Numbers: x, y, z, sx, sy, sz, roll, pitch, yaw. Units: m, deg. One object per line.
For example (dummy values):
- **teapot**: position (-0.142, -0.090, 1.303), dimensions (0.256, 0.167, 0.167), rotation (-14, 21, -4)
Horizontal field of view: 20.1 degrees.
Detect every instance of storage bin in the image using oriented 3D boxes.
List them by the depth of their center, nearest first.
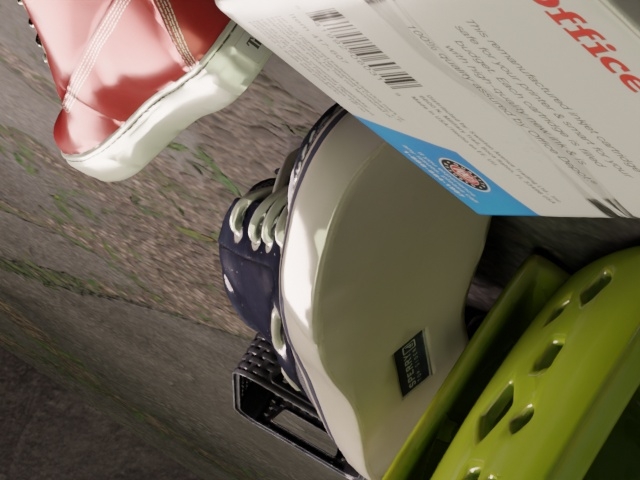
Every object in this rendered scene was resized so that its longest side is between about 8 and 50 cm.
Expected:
- **storage bin**: position (0.005, 0.113, 1.398), dimensions (0.122, 0.084, 0.180), rotation (30, 164, 6)

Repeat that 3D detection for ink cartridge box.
- **ink cartridge box**: position (0.079, -0.080, 0.615), dimensions (0.148, 0.086, 0.203), rotation (38, 163, -25)

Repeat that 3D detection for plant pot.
- **plant pot**: position (0.162, 0.144, 0.933), dimensions (0.227, 0.228, 0.207), rotation (36, 170, -20)

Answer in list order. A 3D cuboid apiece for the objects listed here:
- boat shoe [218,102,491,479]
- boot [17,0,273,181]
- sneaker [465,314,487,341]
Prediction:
- **boat shoe**: position (0.000, 0.000, 0.984), dimensions (0.158, 0.127, 0.340), rotation (46, 159, 27)
- **boot**: position (-0.129, -0.122, 0.902), dimensions (0.176, 0.088, 0.244), rotation (35, 157, -12)
- **sneaker**: position (0.084, 0.078, 1.160), dimensions (0.267, 0.101, 0.106), rotation (28, 143, 16)
